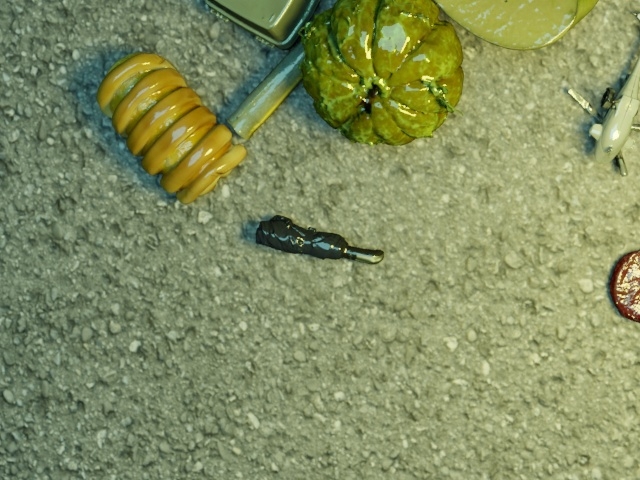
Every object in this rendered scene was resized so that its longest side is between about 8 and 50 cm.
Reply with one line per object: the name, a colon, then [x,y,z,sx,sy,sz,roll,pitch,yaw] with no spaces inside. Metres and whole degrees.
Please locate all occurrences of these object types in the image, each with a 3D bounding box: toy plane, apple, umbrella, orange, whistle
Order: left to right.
whistle: [-0.050,-0.326,1.878,0.057,0.068,0.326,44,99,1]
umbrella: [-0.001,0.003,1.890,0.248,0.071,0.071,13,96,8]
orange: [0.112,-0.307,1.772,0.301,0.223,0.300,-33,103,33]
apple: [0.342,-0.532,1.700,0.360,0.320,0.312,42,141,11]
toy plane: [0.560,-0.264,1.772,0.182,0.107,0.273,39,94,-1]

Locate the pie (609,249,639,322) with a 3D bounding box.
pie: [0.607,0.087,1.820,0.154,0.036,0.155,1,94,8]

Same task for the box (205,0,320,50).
box: [-0.117,-0.458,1.831,0.210,0.129,0.148,33,93,15]

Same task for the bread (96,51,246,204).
bread: [-0.300,-0.222,1.895,0.173,0.121,0.311,-43,86,10]
